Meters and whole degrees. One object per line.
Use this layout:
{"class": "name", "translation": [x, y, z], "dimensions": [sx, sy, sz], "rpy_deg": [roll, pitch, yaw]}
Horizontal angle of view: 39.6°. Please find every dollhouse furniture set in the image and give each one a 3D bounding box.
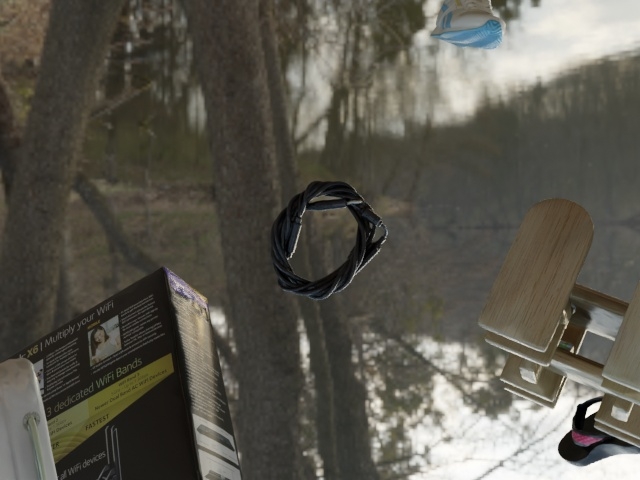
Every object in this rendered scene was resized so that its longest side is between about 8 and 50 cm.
{"class": "dollhouse furniture set", "translation": [0.247, 0.050, 0.588], "dimensions": [0.242, 0.161, 0.212], "rpy_deg": [22, 168, 23]}

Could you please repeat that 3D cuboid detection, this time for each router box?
{"class": "router box", "translation": [-0.235, 0.202, 0.861], "dimensions": [0.308, 0.243, 0.081], "rpy_deg": [-29, 139, 14]}

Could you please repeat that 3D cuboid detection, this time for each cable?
{"class": "cable", "translation": [0.000, 0.000, 1.331], "dimensions": [0.184, 0.150, 0.047], "rpy_deg": [-43, -174, -3]}

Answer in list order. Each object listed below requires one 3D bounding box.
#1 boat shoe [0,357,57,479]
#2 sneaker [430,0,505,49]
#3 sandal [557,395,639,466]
{"class": "boat shoe", "translation": [-0.132, 0.163, 0.409], "dimensions": [0.075, 0.226, 0.083], "rpy_deg": [-22, -156, -34]}
{"class": "sneaker", "translation": [0.246, -0.372, 1.478], "dimensions": [0.087, 0.092, 0.229], "rpy_deg": [16, -169, -16]}
{"class": "sandal", "translation": [0.253, 0.161, 0.787], "dimensions": [0.040, 0.067, 0.179], "rpy_deg": [37, 161, 4]}
